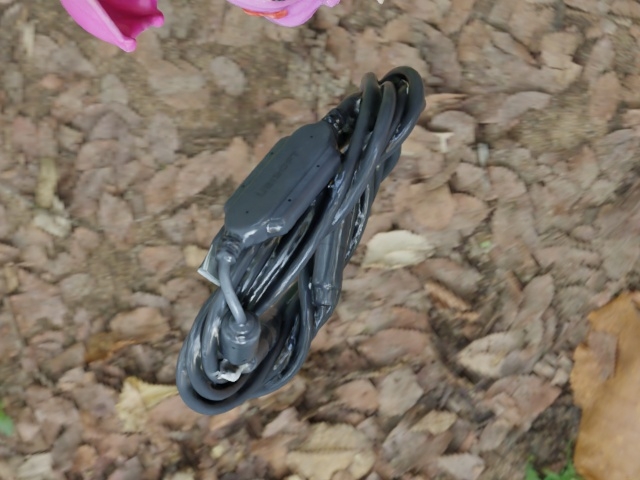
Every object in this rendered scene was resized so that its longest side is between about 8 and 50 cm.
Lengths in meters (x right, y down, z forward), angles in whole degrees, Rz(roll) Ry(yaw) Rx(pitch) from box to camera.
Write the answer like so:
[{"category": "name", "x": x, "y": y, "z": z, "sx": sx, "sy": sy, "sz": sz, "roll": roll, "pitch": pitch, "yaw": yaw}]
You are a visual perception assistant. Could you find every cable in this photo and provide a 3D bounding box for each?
[{"category": "cable", "x": 0.000, "y": 0.000, "z": 0.606, "sx": 0.047, "sy": 0.184, "sz": 0.150, "roll": 26, "pitch": 145, "yaw": 14}]

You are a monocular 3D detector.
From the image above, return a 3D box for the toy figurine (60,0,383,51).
[{"category": "toy figurine", "x": -0.011, "y": -0.108, "z": 0.354, "sx": 0.173, "sy": 0.130, "sz": 0.159, "roll": 27, "pitch": 143, "yaw": -24}]
